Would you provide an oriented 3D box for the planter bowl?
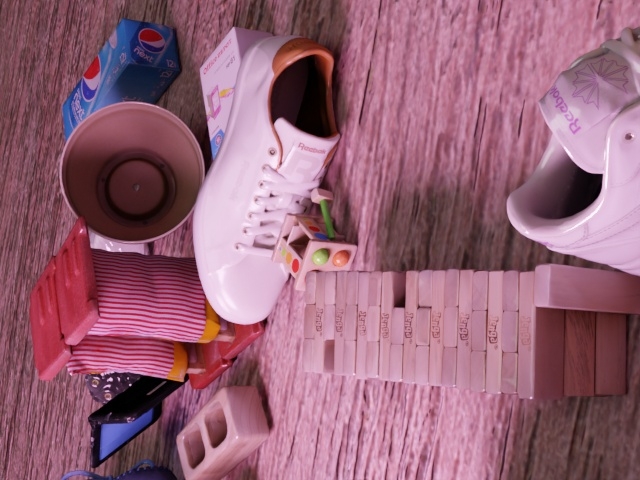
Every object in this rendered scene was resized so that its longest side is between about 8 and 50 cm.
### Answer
[{"bbox_3d":[-0.214,-0.068,1.547,0.109,0.162,0.162,116,154,-79],"label":"planter bowl"}]

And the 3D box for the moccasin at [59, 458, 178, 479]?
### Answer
[{"bbox_3d":[-0.264,0.330,1.569,0.342,0.137,0.117,-47,44,44],"label":"moccasin"}]

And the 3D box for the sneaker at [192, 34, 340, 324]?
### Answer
[{"bbox_3d":[-0.049,-0.057,1.300,0.123,0.105,0.290,12,95,61],"label":"sneaker"}]

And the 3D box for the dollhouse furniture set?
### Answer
[{"bbox_3d":[-0.156,0.179,1.352,0.152,0.201,0.374,-47,48,43],"label":"dollhouse furniture set"}]

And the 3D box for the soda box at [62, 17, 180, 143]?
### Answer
[{"bbox_3d":[-0.254,-0.191,1.687,0.210,0.071,0.067,-42,52,48],"label":"soda box"}]

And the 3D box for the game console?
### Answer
[{"bbox_3d":[-0.198,0.198,1.511,0.107,0.122,0.071,-8,109,40],"label":"game console"}]

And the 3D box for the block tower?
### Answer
[{"bbox_3d":[0.101,0.070,1.055,0.335,0.090,0.097,-6,81,59],"label":"block tower"}]

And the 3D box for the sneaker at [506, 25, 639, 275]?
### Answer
[{"bbox_3d":[0.229,-0.093,0.813,0.305,0.152,0.114,-59,38,33],"label":"sneaker"}]

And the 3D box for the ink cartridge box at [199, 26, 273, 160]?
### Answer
[{"bbox_3d":[-0.082,-0.151,1.420,0.088,0.052,0.123,-41,51,49],"label":"ink cartridge box"}]

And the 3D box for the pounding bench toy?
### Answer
[{"bbox_3d":[0.000,0.000,1.264,0.065,0.052,0.083,48,125,50],"label":"pounding bench toy"}]

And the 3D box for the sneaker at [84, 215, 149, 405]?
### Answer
[{"bbox_3d":[-0.247,0.083,1.643,0.086,0.085,0.237,-142,55,-84],"label":"sneaker"}]
